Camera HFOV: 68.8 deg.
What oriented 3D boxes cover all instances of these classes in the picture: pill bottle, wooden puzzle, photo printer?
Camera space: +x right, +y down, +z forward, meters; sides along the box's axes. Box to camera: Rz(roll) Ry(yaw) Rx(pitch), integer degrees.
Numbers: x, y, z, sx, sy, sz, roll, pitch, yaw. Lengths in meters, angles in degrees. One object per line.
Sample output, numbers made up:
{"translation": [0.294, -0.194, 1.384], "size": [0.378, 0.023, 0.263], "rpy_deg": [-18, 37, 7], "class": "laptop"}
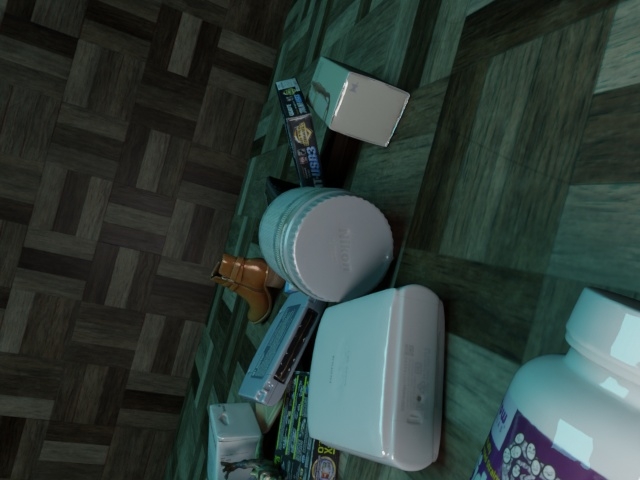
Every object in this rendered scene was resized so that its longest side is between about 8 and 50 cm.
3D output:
{"translation": [0.207, 0.196, 0.354], "size": [0.169, 0.170, 0.301], "rpy_deg": [-140, 67, -68], "class": "pill bottle"}
{"translation": [-0.111, 0.366, 1.271], "size": [0.238, 0.044, 0.220], "rpy_deg": [-59, 24, 26], "class": "wooden puzzle"}
{"translation": [0.073, 0.221, 0.780], "size": [0.307, 0.107, 0.255], "rpy_deg": [148, 133, -62], "class": "photo printer"}

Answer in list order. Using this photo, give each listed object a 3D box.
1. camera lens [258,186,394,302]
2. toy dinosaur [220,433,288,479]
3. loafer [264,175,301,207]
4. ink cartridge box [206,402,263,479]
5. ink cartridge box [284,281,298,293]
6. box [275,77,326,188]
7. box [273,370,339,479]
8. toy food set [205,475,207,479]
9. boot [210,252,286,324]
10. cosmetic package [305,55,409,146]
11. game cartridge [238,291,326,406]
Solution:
{"translation": [0.000, 0.000, 0.966], "size": [0.274, 0.220, 0.219], "rpy_deg": [-159, 84, -70], "class": "camera lens"}
{"translation": [-0.144, 0.494, 0.994], "size": [0.268, 0.118, 0.063], "rpy_deg": [175, 80, -71], "class": "toy dinosaur"}
{"translation": [-0.117, -0.097, 1.470], "size": [0.366, 0.134, 0.130], "rpy_deg": [-115, 44, -61], "class": "loafer"}
{"translation": [-0.230, 0.598, 1.226], "size": [0.201, 0.117, 0.277], "rpy_deg": [-161, 73, -70], "class": "ink cartridge box"}
{"translation": [-0.030, 0.075, 1.222], "size": [0.181, 0.062, 0.104], "rpy_deg": [145, 136, -61], "class": "ink cartridge box"}
{"translation": [-0.049, -0.262, 1.296], "size": [0.293, 0.074, 0.295], "rpy_deg": [-103, -1, -53], "class": "box"}
{"translation": [-0.030, 0.416, 0.984], "size": [0.216, 0.060, 0.269], "rpy_deg": [148, 134, -63], "class": "box"}
{"translation": [-0.293, 0.786, 1.340], "size": [0.104, 0.111, 0.232], "rpy_deg": [-68, 24, 17], "class": "toy food set"}
{"translation": [-0.253, 0.159, 1.522], "size": [0.108, 0.220, 0.283], "rpy_deg": [-95, 28, -42], "class": "boot"}
{"translation": [0.074, -0.340, 1.118], "size": [0.296, 0.153, 0.129], "rpy_deg": [-112, 41, -61], "class": "cosmetic package"}
{"translation": [-0.095, 0.260, 1.160], "size": [0.297, 0.062, 0.198], "rpy_deg": [-62, 12, -23], "class": "game cartridge"}
